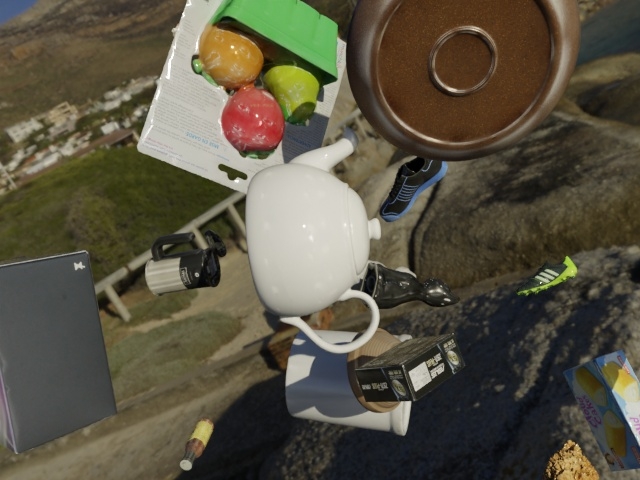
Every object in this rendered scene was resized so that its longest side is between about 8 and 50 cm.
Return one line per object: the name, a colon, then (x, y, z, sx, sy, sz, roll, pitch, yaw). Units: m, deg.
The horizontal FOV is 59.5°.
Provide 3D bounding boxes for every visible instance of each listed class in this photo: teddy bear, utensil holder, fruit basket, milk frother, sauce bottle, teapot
teddy bear: (0.469, 0.553, 1.060, 0.245, 0.338, 0.113, 1, 17, -46)
utensil holder: (0.108, 0.466, 1.902, 0.384, 0.328, 0.328, 4, 22, 15)
fruit basket: (-0.122, -0.264, 1.004, 0.165, 0.326, 0.353, 17, 88, 58)
milk frother: (-0.282, 0.045, 1.201, 0.134, 0.129, 0.143, -9, -3, 13)
sauce bottle: (-0.265, 0.433, 1.191, 0.042, 0.042, 0.128, -26, 12, 15)
teapot: (0.000, 0.000, 0.860, 0.186, 0.256, 0.253, -5, 39, 6)

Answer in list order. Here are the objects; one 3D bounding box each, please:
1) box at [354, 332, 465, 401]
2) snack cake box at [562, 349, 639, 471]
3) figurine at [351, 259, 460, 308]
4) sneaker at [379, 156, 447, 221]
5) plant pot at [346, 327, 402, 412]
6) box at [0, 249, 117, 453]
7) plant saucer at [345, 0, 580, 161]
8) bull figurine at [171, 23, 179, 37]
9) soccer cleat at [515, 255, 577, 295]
box: (0.190, 0.271, 1.190, 0.180, 0.078, 0.147, -19, -1, -41)
snack cake box: (0.739, 0.426, 1.399, 0.089, 0.265, 0.152, -13, -23, -17)
figurine: (0.162, 0.095, 1.217, 0.209, 0.093, 0.215, 10, 4, -23)
sneaker: (0.224, -0.148, 1.483, 0.232, 0.090, 0.081, -46, 34, 25)
plant pot: (0.190, 0.356, 1.563, 0.109, 0.238, 0.237, -21, 14, 42)
box: (-0.533, 0.179, 0.994, 0.293, 0.297, 0.182, -6, 5, 42)
plant saucer: (0.186, -0.241, 0.742, 0.310, 0.311, 0.050, -25, 25, 19)
bull figurine: (-0.269, -0.576, 1.617, 0.101, 0.310, 0.188, -60, -1, 35)
soccer cleat: (0.645, 0.105, 1.617, 0.178, 0.072, 0.060, -25, -24, 15)
